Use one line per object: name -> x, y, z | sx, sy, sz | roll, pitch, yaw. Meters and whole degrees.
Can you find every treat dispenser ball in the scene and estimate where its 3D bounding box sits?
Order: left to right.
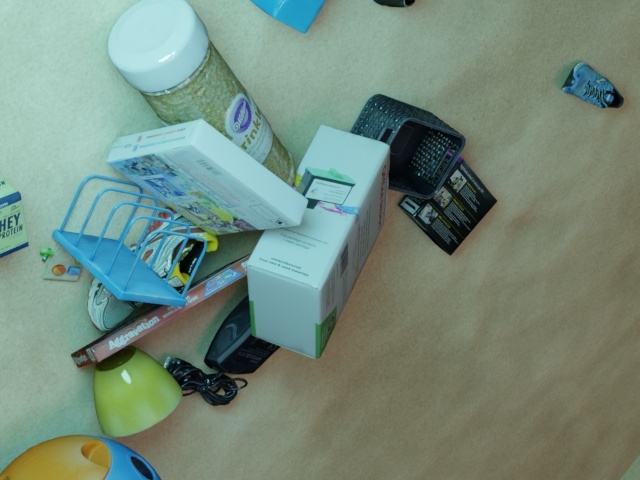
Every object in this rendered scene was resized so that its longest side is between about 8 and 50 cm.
treat dispenser ball -> -0.358, 0.431, 1.886 | 0.288, 0.288, 0.288 | -27, 138, -27

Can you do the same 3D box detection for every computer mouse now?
computer mouse -> -0.123, 0.149, 2.069 | 0.272, 0.072, 0.188 | -41, 147, 10

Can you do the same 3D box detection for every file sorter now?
file sorter -> -0.251, -0.002, 1.714 | 0.118, 0.170, 0.104 | 12, 109, -50

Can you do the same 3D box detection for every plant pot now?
plant pot -> -0.286, 0.215, 1.919 | 0.134, 0.134, 0.095 | -32, 115, -21

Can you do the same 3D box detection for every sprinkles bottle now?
sprinkles bottle -> -0.149, -0.172, 1.704 | 0.121, 0.121, 0.355 | -44, 144, -6

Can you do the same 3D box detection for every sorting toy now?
sorting toy -> -0.357, 0.031, 1.762 | 0.083, 0.012, 0.062 | 7, 117, -49

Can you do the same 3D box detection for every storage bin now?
storage bin -> 0.132, -0.148, 2.045 | 0.180, 0.084, 0.122 | 12, 113, -49

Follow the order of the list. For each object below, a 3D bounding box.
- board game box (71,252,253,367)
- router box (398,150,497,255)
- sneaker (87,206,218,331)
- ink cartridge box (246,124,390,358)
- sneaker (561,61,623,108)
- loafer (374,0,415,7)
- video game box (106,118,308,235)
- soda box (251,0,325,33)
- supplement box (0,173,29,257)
board game box -> -0.225, 0.101, 1.875 | 0.281, 0.027, 0.145 | -31, -176, -24
router box -> 0.225, -0.065, 2.245 | 0.133, 0.046, 0.179 | -49, 144, -1
sneaker -> -0.240, 0.045, 1.827 | 0.225, 0.093, 0.088 | -46, 144, -3
ink cartridge box -> 0.000, 0.000, 1.895 | 0.201, 0.117, 0.278 | 90, 22, -55
sneaker -> 0.499, -0.275, 2.316 | 0.162, 0.073, 0.063 | 6, 118, -48
loafer -> 0.168, -0.415, 1.846 | 0.220, 0.078, 0.080 | -50, 144, 2
video game box -> -0.149, -0.078, 1.695 | 0.205, 0.187, 0.048 | 37, 60, -36
soda box -> -0.005, -0.387, 1.703 | 0.071, 0.067, 0.210 | 18, 108, -51
supplement box -> -0.410, -0.035, 1.589 | 0.056, 0.083, 0.083 | -26, 137, -30
